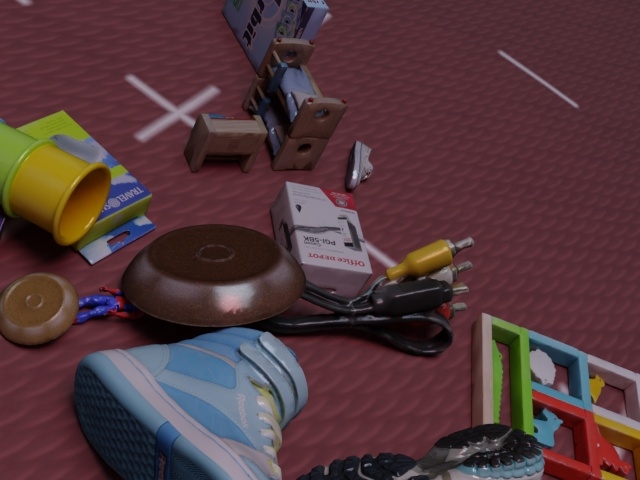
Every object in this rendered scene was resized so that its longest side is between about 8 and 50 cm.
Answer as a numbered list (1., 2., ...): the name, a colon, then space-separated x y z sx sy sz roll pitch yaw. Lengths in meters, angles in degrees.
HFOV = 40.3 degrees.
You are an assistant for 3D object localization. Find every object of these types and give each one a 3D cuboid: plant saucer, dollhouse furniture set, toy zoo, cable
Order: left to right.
1. plant saucer: -0.283 0.063 0.863 0.083 0.015 0.083 2 56 -3
2. plant saucer: -0.114 0.027 0.938 0.199 0.036 0.198 3 25 -1
3. dollhouse furniture set: -0.086 -0.181 1.147 0.184 0.129 0.129 -4 53 -33
4. cable: 0.053 0.077 1.033 0.287 0.139 0.072 -7 27 -11
5. toy zoo: 0.323 0.217 1.086 0.293 0.030 0.192 22 43 -10

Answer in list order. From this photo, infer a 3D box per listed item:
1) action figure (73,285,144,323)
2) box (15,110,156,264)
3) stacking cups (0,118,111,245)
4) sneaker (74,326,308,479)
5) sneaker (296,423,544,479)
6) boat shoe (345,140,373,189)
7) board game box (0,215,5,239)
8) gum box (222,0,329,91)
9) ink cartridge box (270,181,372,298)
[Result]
1. action figure: -0.222 0.067 0.910 0.115 0.030 0.038 -2 47 -35
2. box: -0.278 -0.064 0.988 0.178 0.042 0.109 42 43 12
3. stacking cups: -0.374 -0.107 0.912 0.316 0.096 0.096 28 41 11
4. sneaker: -0.057 0.179 0.783 0.208 0.127 0.319 -15 41 -42
5. sneaker: 0.091 0.273 0.840 0.283 0.122 0.110 -9 11 -14
6. boat shoe: 0.058 -0.103 1.231 0.035 0.035 0.100 20 37 -9
7. board game box: -0.394 0.029 0.828 0.141 0.048 0.170 16 44 -15
8. gum box: -0.071 -0.340 1.285 0.041 0.157 0.184 -5 53 -35
9. ink cartridge box: 0.000 0.000 1.081 0.099 0.056 0.135 9 46 -25
